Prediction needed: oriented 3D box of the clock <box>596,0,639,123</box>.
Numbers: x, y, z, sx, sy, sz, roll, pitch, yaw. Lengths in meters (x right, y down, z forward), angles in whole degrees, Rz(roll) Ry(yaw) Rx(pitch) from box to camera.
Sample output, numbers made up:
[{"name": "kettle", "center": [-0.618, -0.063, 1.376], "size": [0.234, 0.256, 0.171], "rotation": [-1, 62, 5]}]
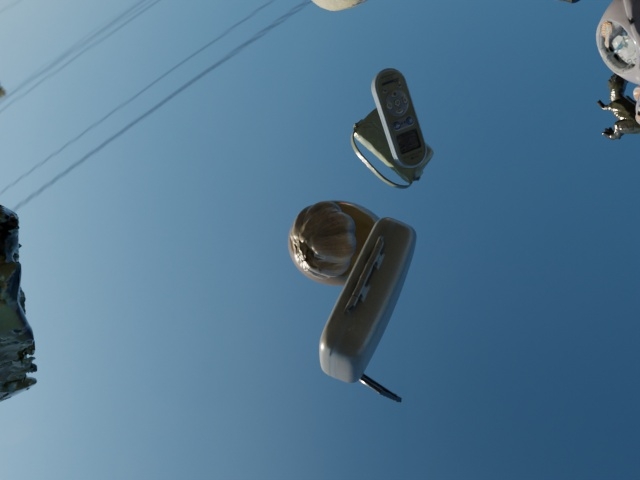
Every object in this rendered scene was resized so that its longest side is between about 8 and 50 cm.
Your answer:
[{"name": "clock", "center": [0.360, -0.186, 0.542], "size": [0.080, 0.117, 0.176], "rotation": [-28, -96, 3]}]

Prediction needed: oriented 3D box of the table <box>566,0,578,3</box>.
[{"name": "table", "center": [0.327, -0.557, 0.701], "size": [0.222, 0.335, 0.272], "rotation": [-32, -141, -3]}]

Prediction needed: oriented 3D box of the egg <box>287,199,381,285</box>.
[{"name": "egg", "center": [0.068, 0.009, 1.776], "size": [0.373, 0.301, 0.301], "rotation": [0, -126, 16]}]

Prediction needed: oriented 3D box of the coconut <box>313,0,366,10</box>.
[{"name": "coconut", "center": [0.021, -0.559, 0.894], "size": [0.237, 0.266, 0.238], "rotation": [-13, -112, 36]}]

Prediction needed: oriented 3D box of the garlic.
[{"name": "garlic", "center": [0.001, 0.004, 1.434], "size": [0.152, 0.228, 0.228], "rotation": [-4, -146, -34]}]

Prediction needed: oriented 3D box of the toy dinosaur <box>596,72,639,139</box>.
[{"name": "toy dinosaur", "center": [0.654, -0.282, 1.047], "size": [0.087, 0.179, 0.187], "rotation": [-30, -96, -2]}]

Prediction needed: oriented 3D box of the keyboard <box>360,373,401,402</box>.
[{"name": "keyboard", "center": [0.128, 0.423, 1.578], "size": [0.309, 0.101, 0.018], "rotation": [17, -102, 58]}]

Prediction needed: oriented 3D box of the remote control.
[{"name": "remote control", "center": [0.190, -0.294, 1.233], "size": [0.087, 0.244, 0.047], "rotation": [-23, -168, -15]}]

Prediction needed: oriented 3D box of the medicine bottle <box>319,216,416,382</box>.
[{"name": "medicine bottle", "center": [0.116, 0.142, 1.207], "size": [0.123, 0.282, 0.375], "rotation": [21, -117, 12]}]

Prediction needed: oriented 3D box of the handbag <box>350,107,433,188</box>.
[{"name": "handbag", "center": [0.203, -0.269, 1.529], "size": [0.256, 0.079, 0.219], "rotation": [42, -126, 1]}]

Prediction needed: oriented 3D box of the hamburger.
[{"name": "hamburger", "center": [-0.440, 0.097, 0.602], "size": [0.192, 0.288, 0.168], "rotation": [-18, -115, -35]}]
